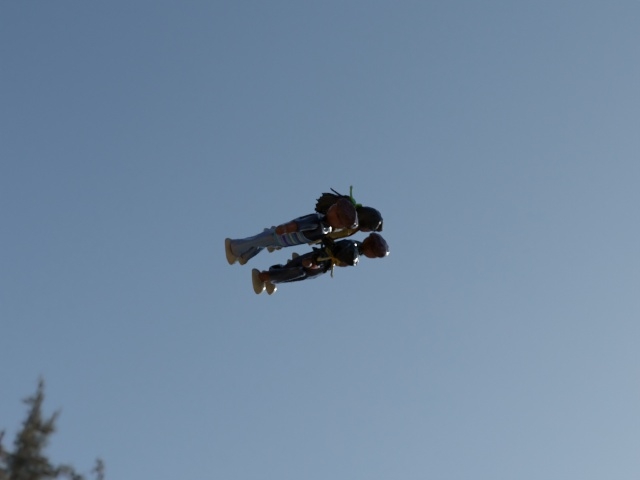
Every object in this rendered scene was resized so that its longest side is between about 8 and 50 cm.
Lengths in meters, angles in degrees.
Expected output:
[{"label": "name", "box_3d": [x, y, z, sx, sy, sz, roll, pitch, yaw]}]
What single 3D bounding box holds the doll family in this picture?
[{"label": "doll family", "box_3d": [0.000, 0.000, 1.098, 0.111, 0.193, 0.076, -13, -83, 20]}]
